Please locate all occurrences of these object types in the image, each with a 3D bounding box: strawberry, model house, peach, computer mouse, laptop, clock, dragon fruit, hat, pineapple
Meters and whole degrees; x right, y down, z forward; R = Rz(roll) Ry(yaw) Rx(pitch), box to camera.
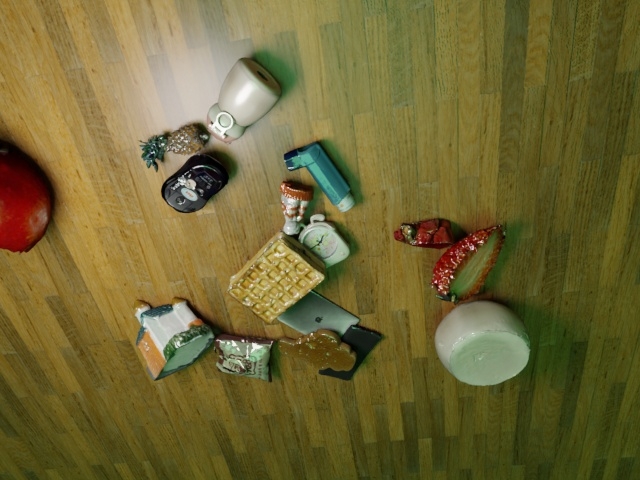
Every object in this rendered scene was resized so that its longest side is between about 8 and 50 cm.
[{"bbox_3d":[0.493,0.063,1.419,0.233,0.137,0.307,20,107,-44],"label":"strawberry"},{"bbox_3d":[-0.581,0.328,1.587,0.301,0.190,0.271,49,125,14],"label":"model house"},{"bbox_3d":[-1.015,-0.142,1.230,0.405,0.335,0.310,27,95,-8],"label":"peach"},{"bbox_3d":[-0.390,-0.182,1.316,0.233,0.097,0.137,-30,133,20],"label":"computer mouse"},{"bbox_3d":[-0.007,0.301,1.616,0.269,0.015,0.188,32,114,-15],"label":"laptop"},{"bbox_3d":[0.000,0.000,1.428,0.151,0.062,0.191,-26,114,16],"label":"clock"},{"bbox_3d":[0.344,-0.025,1.417,0.192,0.122,0.093,0,79,5],"label":"dragon fruit"},{"bbox_3d":[-0.087,-0.099,1.349,0.112,0.094,0.163,10,110,-6],"label":"hat"},{"bbox_3d":[-0.441,-0.285,1.277,0.221,0.083,0.103,-14,120,9],"label":"pineapple"}]

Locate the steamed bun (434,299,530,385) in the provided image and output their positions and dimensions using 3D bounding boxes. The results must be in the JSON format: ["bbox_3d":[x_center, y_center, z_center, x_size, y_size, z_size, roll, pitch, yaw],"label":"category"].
[{"bbox_3d":[0.577,0.359,1.523,0.323,0.206,0.325,1,121,2],"label":"steamed bun"}]

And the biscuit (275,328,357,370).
[{"bbox_3d":[-0.018,0.424,1.640,0.319,0.047,0.184,-2,113,13],"label":"biscuit"}]

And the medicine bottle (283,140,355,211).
[{"bbox_3d":[0.004,-0.195,1.314,0.124,0.079,0.258,-35,113,13],"label":"medicine bottle"}]

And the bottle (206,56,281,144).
[{"bbox_3d":[-0.233,-0.377,1.190,0.147,0.148,0.236,39,117,-18],"label":"bottle"}]

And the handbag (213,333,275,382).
[{"bbox_3d":[-0.296,0.461,1.648,0.234,0.127,0.213,6,120,1],"label":"handbag"}]

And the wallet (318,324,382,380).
[{"bbox_3d":[0.117,0.453,1.681,0.145,0.030,0.286,23,116,-15],"label":"wallet"}]

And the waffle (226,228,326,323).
[{"bbox_3d":[-0.156,0.130,1.431,0.212,0.091,0.308,41,115,-14],"label":"waffle"}]
